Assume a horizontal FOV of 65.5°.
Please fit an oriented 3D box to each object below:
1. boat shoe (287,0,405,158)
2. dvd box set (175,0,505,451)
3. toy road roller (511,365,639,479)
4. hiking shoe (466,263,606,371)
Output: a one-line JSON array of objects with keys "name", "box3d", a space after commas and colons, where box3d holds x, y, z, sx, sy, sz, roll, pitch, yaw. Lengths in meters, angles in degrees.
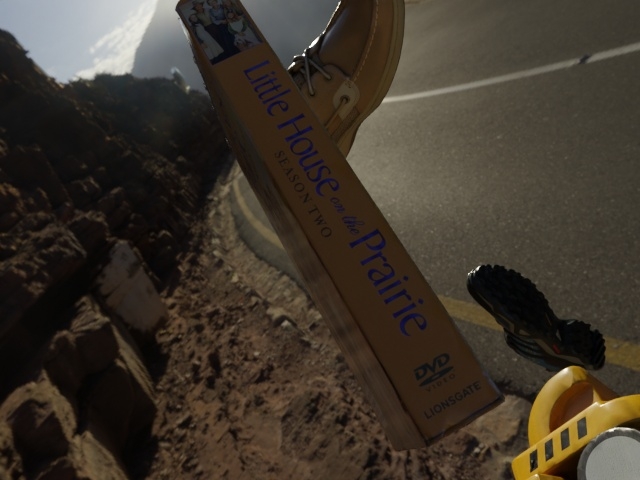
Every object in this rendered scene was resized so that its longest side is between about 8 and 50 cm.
[{"name": "boat shoe", "box3d": [0.013, -0.219, 0.713, 0.121, 0.110, 0.341, 65, 149, 31]}, {"name": "dvd box set", "box3d": [0.000, 0.000, 0.504, 0.062, 0.420, 0.307, -27, -22, -8]}, {"name": "toy road roller", "box3d": [0.330, 0.318, 0.624, 0.329, 0.203, 0.240, -49, 12, 24]}, {"name": "hiking shoe", "box3d": [0.379, 0.164, 0.934, 0.132, 0.304, 0.113, -45, 11, 51]}]
